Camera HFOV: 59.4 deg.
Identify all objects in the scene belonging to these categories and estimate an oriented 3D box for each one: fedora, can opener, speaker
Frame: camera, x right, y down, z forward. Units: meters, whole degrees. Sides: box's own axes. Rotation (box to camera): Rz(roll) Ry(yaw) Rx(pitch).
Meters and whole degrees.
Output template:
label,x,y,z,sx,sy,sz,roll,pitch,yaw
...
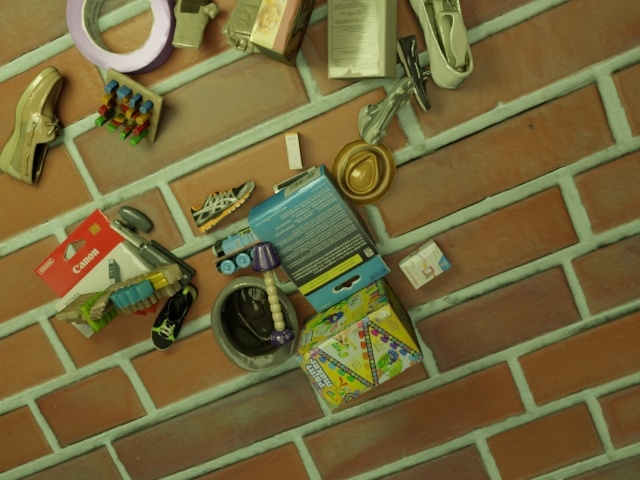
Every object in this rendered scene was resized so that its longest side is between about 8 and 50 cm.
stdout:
label,x,y,z,sx,sy,sz,roll,pitch,yaw
fedora,-0.185,0.226,1.625,0.244,0.124,0.275,-24,99,7
can opener,-0.476,0.011,1.620,0.283,0.076,0.095,36,102,-6
fedora,0.119,-0.187,1.547,0.195,0.079,0.194,0,101,2
speaker,-0.062,-0.158,1.575,0.136,0.055,0.055,-25,100,8

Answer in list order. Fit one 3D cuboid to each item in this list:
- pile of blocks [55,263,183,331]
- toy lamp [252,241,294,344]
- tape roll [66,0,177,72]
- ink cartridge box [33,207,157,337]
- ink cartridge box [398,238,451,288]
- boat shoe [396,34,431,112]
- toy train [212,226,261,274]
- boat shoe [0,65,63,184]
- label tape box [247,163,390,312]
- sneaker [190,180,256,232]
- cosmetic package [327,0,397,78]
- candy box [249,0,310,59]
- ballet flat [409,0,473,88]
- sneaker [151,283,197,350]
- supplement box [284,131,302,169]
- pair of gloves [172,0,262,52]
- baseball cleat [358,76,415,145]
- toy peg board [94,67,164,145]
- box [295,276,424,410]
label,x,y,z,sx,sy,sz,roll,pitch,yaw
pile of blocks,-0.541,0.182,1.559,0.363,0.149,0.112,-21,110,7
toy lamp,-0.129,0.139,1.503,0.080,0.080,0.274,-8,104,4
tape roll,-0.521,-0.585,1.490,0.275,0.090,0.274,0,102,2
ink cartridge box,-0.671,0.098,1.653,0.296,0.066,0.261,-42,98,10
ink cartridge box,0.297,0.069,1.606,0.122,0.052,0.088,-35,98,10
boat shoe,0.260,-0.444,1.490,0.065,0.075,0.206,-22,95,10
toy train,-0.228,0.026,1.613,0.184,0.080,0.105,-24,91,10
boat shoe,-0.773,-0.314,1.551,0.110,0.121,0.341,30,112,-8
label tape box,0.000,0.000,1.562,0.249,0.115,0.347,-31,115,12
sneaker,-0.277,-0.108,1.583,0.215,0.084,0.083,-34,93,10
cosmetic package,0.108,-0.570,1.430,0.160,0.113,0.309,6,104,23
candy box,-0.084,-0.537,1.363,0.088,0.316,0.182,20,102,-2
ballet flat,0.311,-0.589,1.424,0.139,0.139,0.399,-16,101,6
sneaker,-0.444,0.228,1.652,0.084,0.097,0.234,27,102,-3
supplement box,-0.072,-0.248,1.552,0.036,0.062,0.098,-7,102,3
pair of gloves,-0.264,-0.584,1.469,0.240,0.042,0.204,0,74,-2
baseball cleat,0.162,-0.356,1.489,0.109,0.072,0.205,48,116,34
toy peg board,-0.522,-0.343,1.505,0.161,0.079,0.160,29,138,-4
box,0.102,0.264,1.536,0.279,0.290,0.177,-32,99,9
